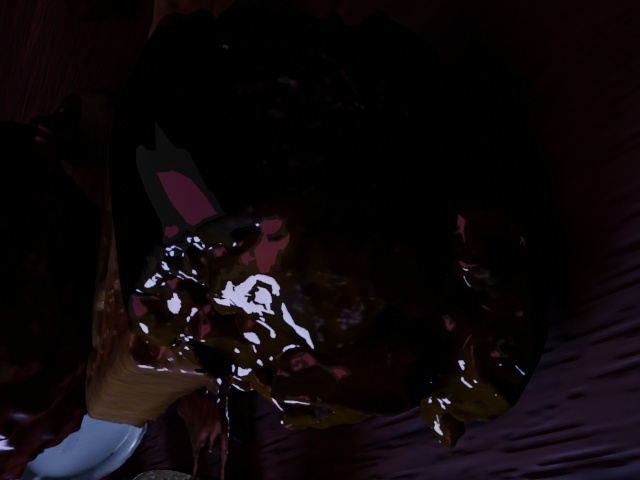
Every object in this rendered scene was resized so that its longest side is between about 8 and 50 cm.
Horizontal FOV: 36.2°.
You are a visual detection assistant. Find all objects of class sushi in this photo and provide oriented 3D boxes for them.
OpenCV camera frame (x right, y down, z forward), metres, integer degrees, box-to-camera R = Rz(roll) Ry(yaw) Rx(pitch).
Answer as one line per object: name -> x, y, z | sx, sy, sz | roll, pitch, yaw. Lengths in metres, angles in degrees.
sushi -> 0.000, 0.003, 0.518 | 0.200, 0.213, 0.204 | 98, 167, -66

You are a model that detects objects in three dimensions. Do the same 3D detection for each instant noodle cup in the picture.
instant noodle cup -> -0.337, 0.200, 1.238 | 0.182, 0.230, 0.230 | 52, 142, 32

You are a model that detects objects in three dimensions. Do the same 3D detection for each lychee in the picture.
lychee -> -0.392, 0.047, 0.987 | 0.500, 0.425, 0.424 | -41, 50, 13

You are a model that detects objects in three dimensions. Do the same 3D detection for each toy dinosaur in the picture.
toy dinosaur -> -0.038, 0.110, 0.741 | 0.206, 0.113, 0.327 | -87, 23, -46

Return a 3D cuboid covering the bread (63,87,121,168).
bread -> -0.243, -0.123, 1.088 | 0.157, 0.083, 0.094 | -2, 94, 55

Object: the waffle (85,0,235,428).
waffle -> -0.130, -0.008, 0.789 | 0.348, 0.078, 0.304 | 140, 136, -66

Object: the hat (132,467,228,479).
hat -> -0.107, 0.253, 0.947 | 0.146, 0.067, 0.146 | 14, 127, 19

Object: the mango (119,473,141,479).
mango -> -0.175, 0.330, 1.047 | 0.233, 0.111, 0.125 | 27, 126, 58

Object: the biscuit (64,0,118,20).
biscuit -> -0.251, -0.425, 1.039 | 0.314, 0.063, 0.367 | 175, 88, -68
